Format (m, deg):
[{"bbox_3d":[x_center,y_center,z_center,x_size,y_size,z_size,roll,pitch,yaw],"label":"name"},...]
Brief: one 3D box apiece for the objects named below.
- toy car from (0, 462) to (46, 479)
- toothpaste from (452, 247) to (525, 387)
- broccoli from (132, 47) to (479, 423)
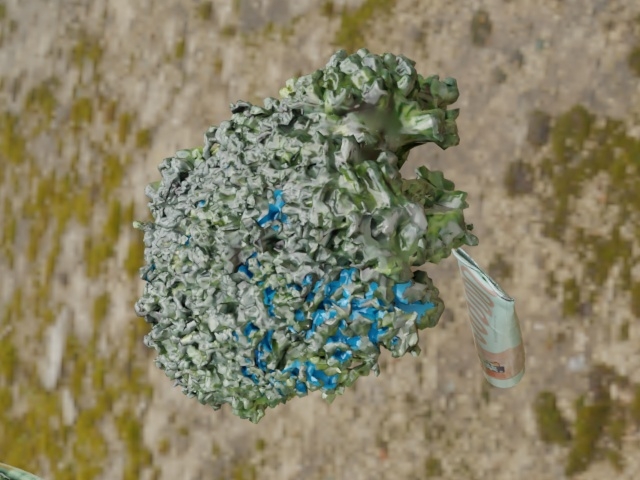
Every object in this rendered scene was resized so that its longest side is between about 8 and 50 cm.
[{"bbox_3d":[-0.137,0.077,0.364,0.058,0.186,0.093,-32,-46,-69],"label":"toy car"},{"bbox_3d":[0.128,0.062,1.044,0.056,0.036,0.205,42,170,24],"label":"toothpaste"},{"bbox_3d":[0.000,0.000,0.644,0.154,0.160,0.167,3,87,19],"label":"broccoli"}]
